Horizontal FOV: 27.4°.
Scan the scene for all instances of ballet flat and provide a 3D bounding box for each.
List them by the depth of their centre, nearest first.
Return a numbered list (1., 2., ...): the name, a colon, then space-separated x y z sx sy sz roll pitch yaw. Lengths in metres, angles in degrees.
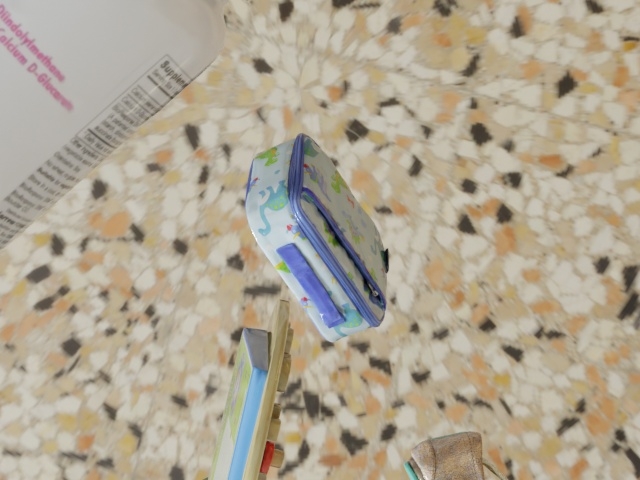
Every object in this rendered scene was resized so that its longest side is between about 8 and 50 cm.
1. ballet flat: 0.202 0.345 1.402 0.106 0.107 0.316 -27 97 -3

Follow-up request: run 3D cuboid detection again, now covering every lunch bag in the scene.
1. lunch bag: 0.000 0.000 1.534 0.090 0.176 0.219 -22 121 20

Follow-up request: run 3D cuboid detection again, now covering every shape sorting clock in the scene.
1. shape sorting clock: -0.044 0.140 0.867 0.040 0.206 0.206 12 96 -8

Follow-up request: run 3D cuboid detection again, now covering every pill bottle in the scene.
1. pill bottle: -0.157 -0.124 0.746 0.283 0.160 0.160 -41 95 2

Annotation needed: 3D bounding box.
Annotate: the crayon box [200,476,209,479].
1. crayon box: -0.108 0.440 1.502 0.203 0.083 0.322 -20 79 -39
